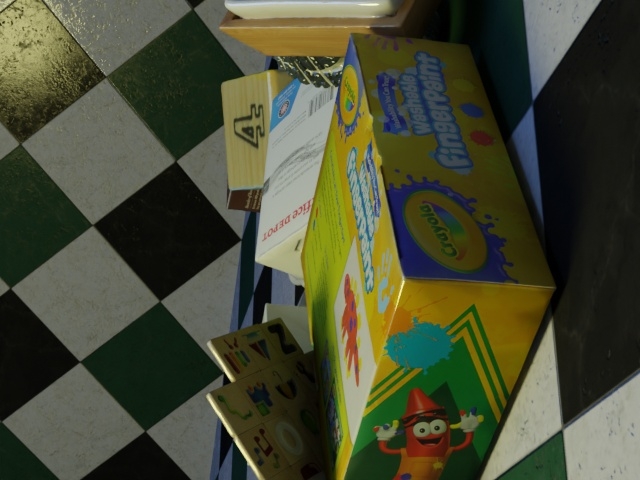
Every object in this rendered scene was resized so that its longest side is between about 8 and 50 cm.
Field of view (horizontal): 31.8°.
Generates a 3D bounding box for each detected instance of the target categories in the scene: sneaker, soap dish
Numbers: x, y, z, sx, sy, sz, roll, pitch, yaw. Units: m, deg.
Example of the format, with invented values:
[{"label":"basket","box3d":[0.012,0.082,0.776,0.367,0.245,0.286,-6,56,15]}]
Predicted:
[{"label":"sneaker","box3d":[0.047,-0.292,1.614,0.122,0.283,0.110,-58,-35,-30]},{"label":"soap dish","box3d":[0.036,-0.347,1.484,0.118,0.290,0.229,53,-126,-44]}]

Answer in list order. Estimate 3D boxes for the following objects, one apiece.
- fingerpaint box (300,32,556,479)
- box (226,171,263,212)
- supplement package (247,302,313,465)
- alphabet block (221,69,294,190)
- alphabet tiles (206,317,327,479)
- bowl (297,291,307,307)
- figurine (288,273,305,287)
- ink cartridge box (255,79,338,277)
[{"label":"fingerpaint box","box3d":[0.100,0.034,1.308,0.445,0.163,0.371,-98,16,-50]},{"label":"box","box3d":[-0.083,-0.166,2.316,0.167,0.203,0.169,107,166,-49]},{"label":"supplement package","box3d":[-0.002,0.222,1.677,0.149,0.194,0.203,-96,16,-51]},{"label":"alphabet block","box3d":[-0.048,-0.192,1.977,0.193,0.192,0.197,-1,92,56]},{"label":"alphabet tiles","box3d":[0.002,0.246,1.330,0.011,0.343,0.285,-39,-12,24]},{"label":"bowl","box3d":[-0.021,0.183,2.122,0.142,0.053,0.142,-65,-18,-67]},{"label":"figurine","box3d":[0.000,0.000,2.117,0.209,0.092,0.215,-139,54,-73]},{"label":"ink cartridge box","box3d":[0.018,-0.119,1.716,0.223,0.129,0.308,-34,44,49]}]
